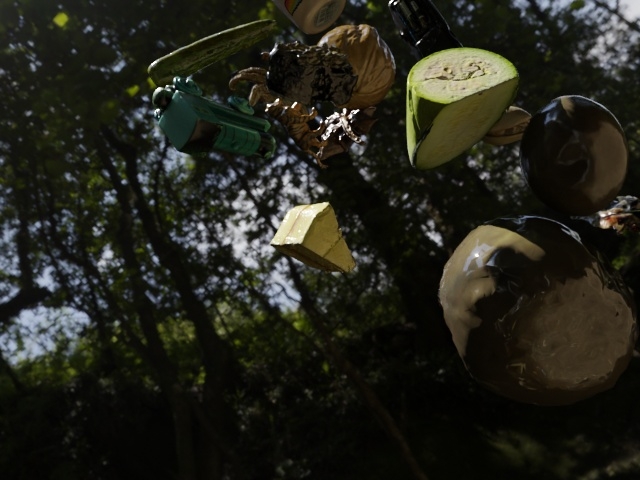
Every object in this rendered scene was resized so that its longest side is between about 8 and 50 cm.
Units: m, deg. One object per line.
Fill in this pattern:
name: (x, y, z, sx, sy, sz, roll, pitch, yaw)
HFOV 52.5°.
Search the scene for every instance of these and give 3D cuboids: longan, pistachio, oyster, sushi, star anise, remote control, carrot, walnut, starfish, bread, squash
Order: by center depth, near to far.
sushi: (-0.010, -0.348, 1.351, 0.212, 0.147, 0.115, -12, -51, -46)
longan: (0.524, -0.180, 1.353, 0.215, 0.246, 0.246, -38, -17, -6)
longan: (0.447, 0.147, 1.397, 0.404, 0.436, 0.404, -45, 26, 29)
squash: (0.303, -0.256, 1.491, 0.233, 0.210, 0.309, -24, -45, -15)
carrot: (-0.271, -0.488, 1.659, 0.358, 0.074, 0.074, -28, -20, -10)
oyster: (0.821, -0.077, 1.745, 0.361, 0.221, 0.096, -118, 36, -76)
remote control: (0.327, -0.568, 1.874, 0.144, 0.399, 0.062, -39, -20, 33)
pistachio: (0.551, -0.353, 1.975, 0.124, 0.185, 0.124, -13, -75, -60)
starfish: (-0.157, -0.499, 2.113, 0.113, 0.303, 0.312, 106, -173, -46)
bread: (0.000, 0.000, 2.250, 0.263, 0.236, 0.198, -1, 55, 60)
walnut: (0.120, -0.625, 2.329, 0.333, 0.333, 0.333, -43, -17, -17)
star anise: (0.101, -0.427, 2.415, 0.292, 0.109, 0.349, -32, 32, 41)

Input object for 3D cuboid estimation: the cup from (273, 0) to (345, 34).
cup: (-0.025, -0.779, 1.974, 0.191, 0.200, 0.253, -24, -19, -48)

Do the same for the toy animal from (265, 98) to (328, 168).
toy animal: (-0.042, -0.294, 1.834, 0.116, 0.114, 0.255, -34, -61, -2)

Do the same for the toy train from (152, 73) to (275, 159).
toy train: (-0.231, -0.257, 1.462, 0.298, 0.194, 0.120, 8, -54, -50)
